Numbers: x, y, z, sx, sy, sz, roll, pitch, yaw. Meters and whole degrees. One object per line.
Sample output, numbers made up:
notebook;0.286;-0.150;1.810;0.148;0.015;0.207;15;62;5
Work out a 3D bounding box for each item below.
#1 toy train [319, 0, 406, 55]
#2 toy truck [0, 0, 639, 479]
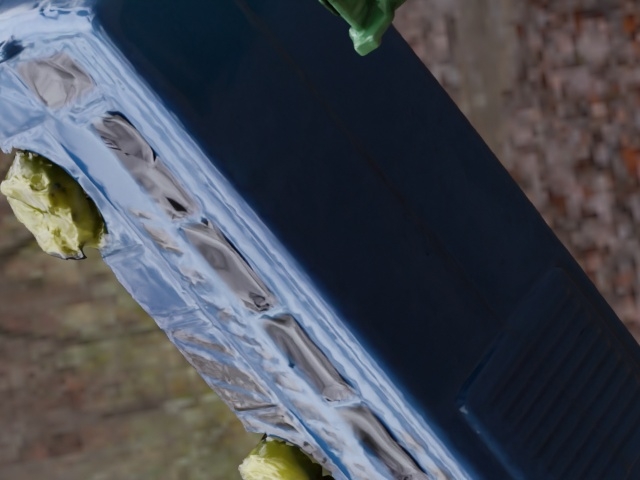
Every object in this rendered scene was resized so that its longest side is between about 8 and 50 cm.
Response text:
toy train;0.022;-0.157;0.755;0.099;0.081;0.149;41;-152;-38
toy truck;0.000;0.000;0.888;0.385;0.161;0.162;51;146;-15
